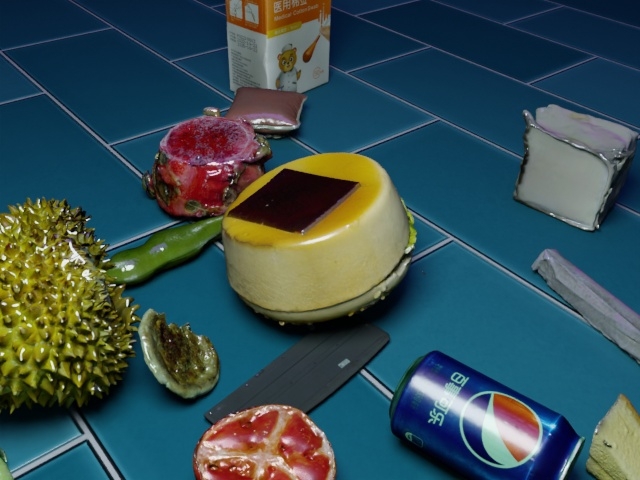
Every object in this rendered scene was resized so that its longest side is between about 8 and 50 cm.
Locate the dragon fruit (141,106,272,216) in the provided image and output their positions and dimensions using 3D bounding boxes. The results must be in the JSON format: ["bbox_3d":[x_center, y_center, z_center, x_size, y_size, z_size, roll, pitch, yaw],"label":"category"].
[{"bbox_3d":[-0.187,-0.144,1.187,0.282,0.147,0.211,0,28,4],"label":"dragon fruit"}]

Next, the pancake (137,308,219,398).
[{"bbox_3d":[-0.181,0.148,0.851,0.129,0.022,0.116,29,32,-44],"label":"pancake"}]

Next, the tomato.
[{"bbox_3d":[-0.059,0.260,0.724,0.155,0.069,0.156,4,36,-3],"label":"tomato"}]

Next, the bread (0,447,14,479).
[{"bbox_3d":[-0.457,0.308,0.666,0.301,0.045,0.301,2,36,-1],"label":"bread"}]

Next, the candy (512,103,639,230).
[{"bbox_3d":[0.458,-0.138,1.192,0.195,0.185,0.137,29,48,31],"label":"candy"}]

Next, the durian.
[{"bbox_3d":[-0.357,0.078,0.823,0.258,0.258,0.293,-14,34,-20],"label":"durian"}]

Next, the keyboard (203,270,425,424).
[{"bbox_3d":[0.013,0.150,0.912,0.103,0.041,0.381,30,51,31],"label":"keyboard"}]

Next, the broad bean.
[{"bbox_3d":[-0.211,0.008,1.070,0.318,0.056,0.098,-15,39,-25],"label":"broad bean"}]

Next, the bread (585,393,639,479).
[{"bbox_3d":[0.365,0.250,0.748,0.084,0.080,0.109,-30,44,-32],"label":"bread"}]

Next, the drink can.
[{"bbox_3d":[0.186,0.217,0.755,0.204,0.118,0.118,25,42,27],"label":"drink can"}]

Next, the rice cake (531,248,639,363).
[{"bbox_3d":[0.418,0.097,0.978,0.049,0.055,0.270,-11,36,-24],"label":"rice cake"}]

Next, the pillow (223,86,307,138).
[{"bbox_3d":[-0.120,-0.280,1.445,0.171,0.075,0.179,4,37,3],"label":"pillow"}]

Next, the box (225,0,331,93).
[{"bbox_3d":[-0.096,-0.520,1.546,0.143,0.341,0.225,29,44,33],"label":"box"}]

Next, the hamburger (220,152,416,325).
[{"bbox_3d":[0.000,0.000,0.974,0.300,0.176,0.300,-12,33,8],"label":"hamburger"}]
